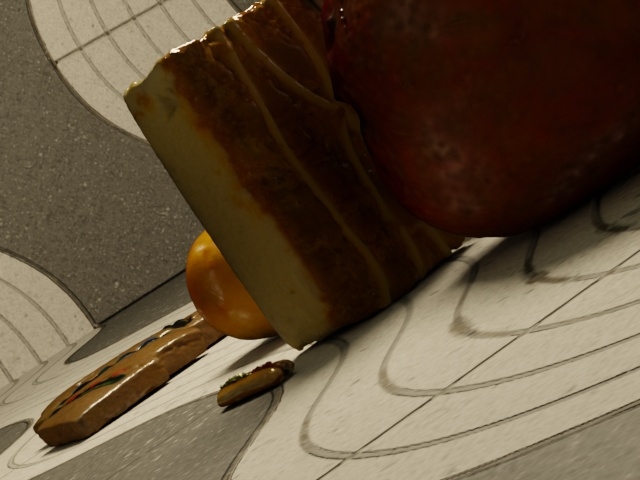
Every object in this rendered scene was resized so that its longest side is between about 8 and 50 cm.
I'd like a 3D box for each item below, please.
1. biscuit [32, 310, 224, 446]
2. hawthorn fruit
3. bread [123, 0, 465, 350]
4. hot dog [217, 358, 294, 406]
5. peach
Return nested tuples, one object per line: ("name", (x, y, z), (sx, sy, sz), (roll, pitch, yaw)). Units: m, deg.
("biscuit", (-0.217, 0.151, 1.916), (0.278, 0.043, 0.301), (-31, 5, 10))
("hawthorn fruit", (0.153, -0.150, 1.367), (0.311, 0.295, 0.295), (2, 3, -4))
("bread", (-0.017, -0.064, 1.477), (0.185, 0.274, 0.114), (-36, 7, -37))
("hot dog", (-0.055, 0.113, 1.407), (0.083, 0.021, 0.037), (-26, 5, 36))
("peach", (-0.056, 0.029, 1.663), (0.138, 0.138, 0.138), (-31, 4, 3))
